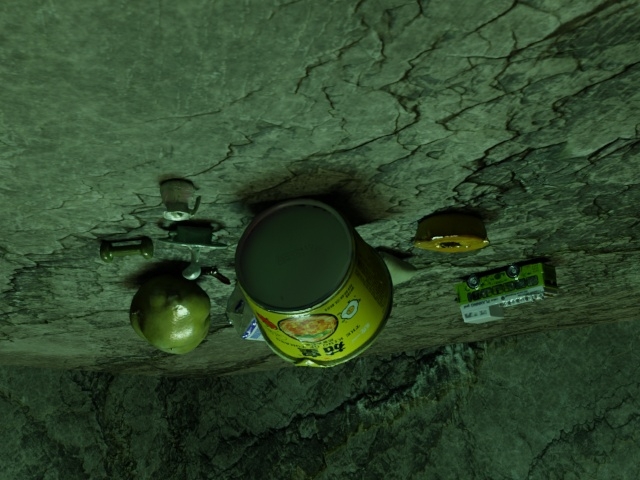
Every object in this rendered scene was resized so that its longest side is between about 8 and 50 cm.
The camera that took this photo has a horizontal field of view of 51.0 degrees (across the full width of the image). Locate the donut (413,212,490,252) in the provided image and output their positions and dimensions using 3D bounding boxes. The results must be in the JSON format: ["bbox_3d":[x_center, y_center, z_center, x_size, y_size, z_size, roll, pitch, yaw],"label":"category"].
[{"bbox_3d":[0.303,-0.017,1.548,0.178,0.066,0.162,9,164,-40],"label":"donut"}]

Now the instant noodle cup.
[{"bbox_3d":[-0.022,0.076,1.397,0.325,0.326,0.254,-7,154,10],"label":"instant noodle cup"}]

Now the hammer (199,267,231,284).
[{"bbox_3d":[-0.289,0.101,1.869,0.065,0.021,0.178,-7,165,10],"label":"hammer"}]

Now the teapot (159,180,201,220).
[{"bbox_3d":[-0.256,-0.070,1.234,0.064,0.064,0.083,-19,158,41],"label":"teapot"}]

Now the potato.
[{"bbox_3d":[-0.402,0.190,1.829,0.202,0.218,0.351,-40,174,-25],"label":"potato"}]

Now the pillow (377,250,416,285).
[{"bbox_3d":[0.158,0.078,1.797,0.134,0.078,0.181,-21,153,37],"label":"pillow"}]

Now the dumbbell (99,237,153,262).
[{"bbox_3d":[-0.441,0.023,1.526,0.117,0.046,0.052,-5,158,4],"label":"dumbbell"}]

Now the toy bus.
[{"bbox_3d":[0.562,0.156,2.035,0.301,0.139,0.113,-22,158,40],"label":"toy bus"}]

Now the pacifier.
[{"bbox_3d":[-0.283,0.026,1.467,0.150,0.117,0.126,3,-172,-32],"label":"pacifier"}]

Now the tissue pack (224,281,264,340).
[{"bbox_3d":[-0.102,0.165,1.807,0.269,0.209,0.137,14,-161,-48],"label":"tissue pack"}]

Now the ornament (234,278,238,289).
[{"bbox_3d":[-0.205,0.141,1.944,0.081,0.088,0.203,-25,180,-12],"label":"ornament"}]
